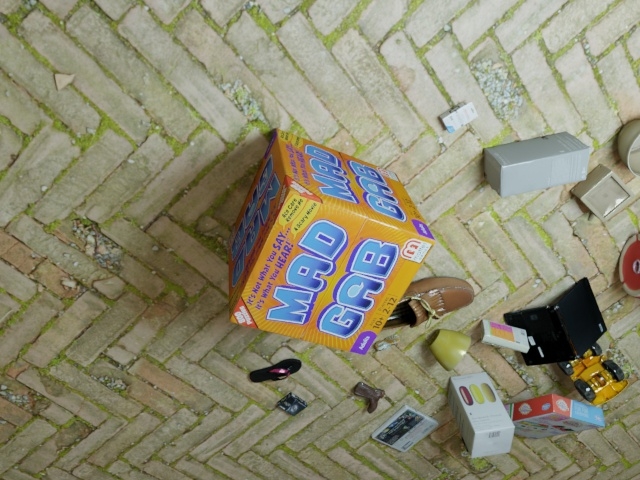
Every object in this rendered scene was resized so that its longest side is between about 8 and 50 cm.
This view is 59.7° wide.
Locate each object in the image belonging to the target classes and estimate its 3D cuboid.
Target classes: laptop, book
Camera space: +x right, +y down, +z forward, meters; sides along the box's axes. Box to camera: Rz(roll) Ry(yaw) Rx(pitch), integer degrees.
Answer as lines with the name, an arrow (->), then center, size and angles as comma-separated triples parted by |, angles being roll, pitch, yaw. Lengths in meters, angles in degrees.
laptop -> 0.783, 0.274, 1.855 | 0.264, 0.136, 0.234 | -17, 113, 32
book -> 0.593, 0.304, 1.797 | 0.144, 0.096, 0.035 | 15, 120, 5

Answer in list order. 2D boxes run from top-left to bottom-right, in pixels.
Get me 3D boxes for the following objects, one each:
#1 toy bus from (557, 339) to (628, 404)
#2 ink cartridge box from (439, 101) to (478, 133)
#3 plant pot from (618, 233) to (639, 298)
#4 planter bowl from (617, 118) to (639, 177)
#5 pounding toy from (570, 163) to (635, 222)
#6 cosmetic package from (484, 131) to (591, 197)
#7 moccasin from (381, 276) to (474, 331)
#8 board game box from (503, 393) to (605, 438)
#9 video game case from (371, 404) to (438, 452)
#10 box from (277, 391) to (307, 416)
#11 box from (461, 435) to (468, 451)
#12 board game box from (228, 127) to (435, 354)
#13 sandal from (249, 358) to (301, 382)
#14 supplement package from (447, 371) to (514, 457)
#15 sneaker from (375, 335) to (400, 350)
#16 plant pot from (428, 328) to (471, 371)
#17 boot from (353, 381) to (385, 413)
toy bus -> 0.927, 0.457, 1.939 | 0.149, 0.220, 0.211 | -36, 153, 2
ink cartridge box -> 0.355, -0.319, 1.430 | 0.083, 0.028, 0.048 | -30, 122, 10
plant pot -> 1.068, 0.087, 1.679 | 0.243, 0.275, 0.275 | 5, 121, 0
planter bowl -> 0.875, -0.263, 1.502 | 0.162, 0.109, 0.162 | -4, 122, -7
pounding toy -> 0.803, -0.124, 1.598 | 0.141, 0.100, 0.130 | 39, 109, -16
cosmetic package -> 0.568, -0.203, 1.481 | 0.238, 0.127, 0.107 | -11, 123, -5
moccasin -> 0.279, 0.202, 1.674 | 0.380, 0.147, 0.139 | -8, 123, -4
board game box -> 0.796, 0.636, 1.992 | 0.242, 0.064, 0.316 | 21, 147, -21
video game case -> 0.313, 0.701, 2.069 | 0.173, 0.022, 0.190 | 32, 113, -26
box -> -0.097, 0.564, 1.917 | 0.067, 0.018, 0.083 | -39, 120, 15
box -> 0.588, 0.758, 2.124 | 0.083, 0.062, 0.052 | -11, 122, -3
board game box -> 0.000, 0.000, 1.377 | 0.356, 0.356, 0.356 | 18, 117, -19
sandal -> -0.143, 0.435, 1.815 | 0.179, 0.040, 0.067 | -19, 123, 3
supplement package -> 0.540, 0.590, 1.903 | 0.139, 0.244, 0.134 | -7, 123, -6
sneaker -> 0.222, 0.337, 1.824 | 0.083, 0.032, 0.037 | -20, 137, 9
plant pot -> 0.408, 0.342, 1.808 | 0.095, 0.134, 0.134 | 34, 114, 3
boot -> 0.153, 0.545, 1.935 | 0.114, 0.037, 0.106 | 23, 102, -25
